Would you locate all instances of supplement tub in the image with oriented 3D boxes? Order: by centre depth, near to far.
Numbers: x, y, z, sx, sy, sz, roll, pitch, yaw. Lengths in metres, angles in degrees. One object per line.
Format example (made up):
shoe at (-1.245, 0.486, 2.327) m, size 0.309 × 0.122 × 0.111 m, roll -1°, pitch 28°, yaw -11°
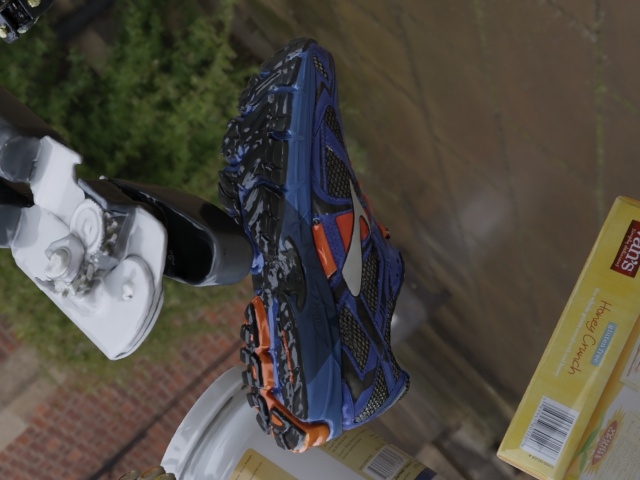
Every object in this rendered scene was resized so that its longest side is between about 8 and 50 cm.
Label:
supplement tub at (-0.020, 0.316, 1.404) m, size 0.316 × 0.228 × 0.228 m, roll 31°, pitch 168°, yaw 17°

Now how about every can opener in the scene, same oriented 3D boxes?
can opener at (-0.154, -0.031, 0.609) m, size 0.280 × 0.074 × 0.093 m, roll 34°, pitch -159°, yaw 35°

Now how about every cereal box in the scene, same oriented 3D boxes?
cereal box at (0.202, 0.087, 0.752) m, size 0.047 × 0.173 × 0.240 m, roll 23°, pitch 174°, yaw 28°

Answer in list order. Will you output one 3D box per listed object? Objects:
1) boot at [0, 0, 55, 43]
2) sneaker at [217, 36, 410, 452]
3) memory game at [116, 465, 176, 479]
boot at (-0.277, -0.226, 0.856) m, size 0.179 × 0.085 × 0.236 m, roll 49°, pitch -169°, yaw -27°
sneaker at (0.000, 0.000, 0.624) m, size 0.083 × 0.087 × 0.221 m, roll -2°, pitch 91°, yaw 58°
memory game at (-0.249, 0.311, 1.298) m, size 0.012 × 0.186 × 0.186 m, roll 65°, pitch 169°, yaw -12°
